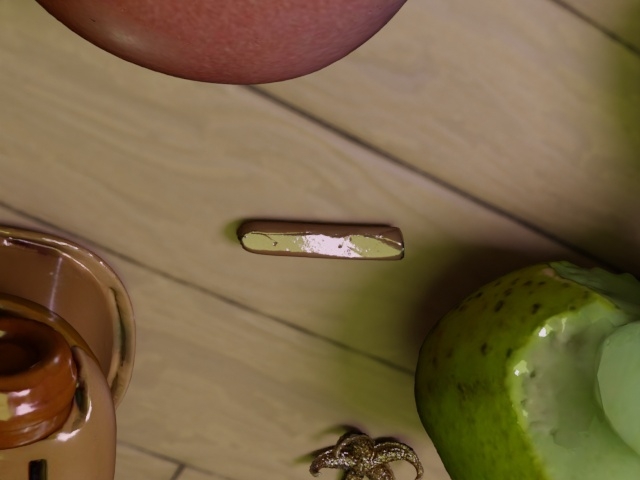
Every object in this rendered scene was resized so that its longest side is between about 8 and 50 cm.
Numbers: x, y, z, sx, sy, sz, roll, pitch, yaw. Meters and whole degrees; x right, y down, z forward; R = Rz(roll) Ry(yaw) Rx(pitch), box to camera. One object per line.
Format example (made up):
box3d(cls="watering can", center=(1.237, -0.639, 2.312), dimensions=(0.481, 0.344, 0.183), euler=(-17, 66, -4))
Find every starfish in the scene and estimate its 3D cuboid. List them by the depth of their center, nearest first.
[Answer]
box3d(cls="starfish", center=(0.038, 0.179, 0.856), dimensions=(0.078, 0.028, 0.091), euler=(-29, 122, 10))

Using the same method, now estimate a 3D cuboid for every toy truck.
box3d(cls="toy truck", center=(-0.245, 0.112, 0.654), dimensions=(0.288, 0.211, 0.204), euler=(-1, 116, -16))

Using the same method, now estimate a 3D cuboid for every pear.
box3d(cls="pear", center=(0.208, 0.095, 0.756), dimensions=(0.282, 0.286, 0.176), euler=(2, 87, 11))

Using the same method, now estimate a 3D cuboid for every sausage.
box3d(cls="sausage", center=(0.000, 0.000, 0.757), dimensions=(0.116, 0.026, 0.026), euler=(3, 116, -13))

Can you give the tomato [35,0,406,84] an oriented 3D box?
box3d(cls="tomato", center=(-0.038, -0.199, 0.521), dimensions=(0.224, 0.256, 0.255), euler=(32, 107, -7))
